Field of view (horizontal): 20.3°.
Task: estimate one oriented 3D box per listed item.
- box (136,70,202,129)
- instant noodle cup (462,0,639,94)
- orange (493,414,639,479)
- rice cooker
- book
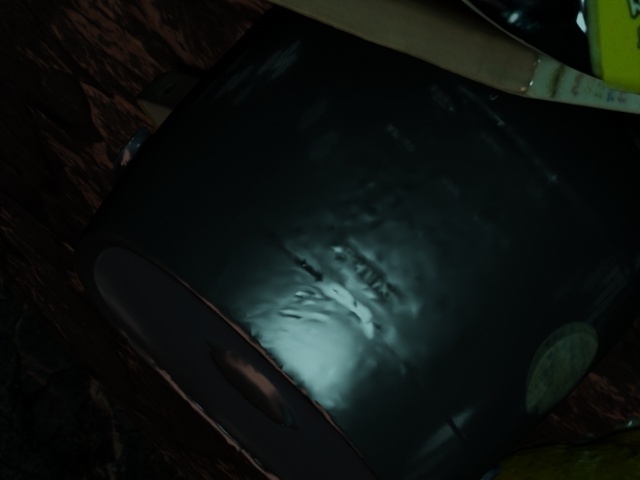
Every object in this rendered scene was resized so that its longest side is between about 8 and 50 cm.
[{"bbox_3d":[0.000,0.000,1.245,0.211,0.045,0.270,20,151,53],"label":"box"},{"bbox_3d":[0.060,-0.155,0.507,0.215,0.215,0.236,50,172,-21],"label":"instant noodle cup"},{"bbox_3d":[0.162,0.233,0.931,0.310,0.274,0.274,-3,143,18],"label":"orange"},{"bbox_3d":[0.025,0.002,0.886,0.267,0.224,0.267,37,162,15],"label":"rice cooker"},{"bbox_3d":[0.092,-0.071,0.665,0.232,0.022,0.162,5,-164,-45],"label":"book"}]
